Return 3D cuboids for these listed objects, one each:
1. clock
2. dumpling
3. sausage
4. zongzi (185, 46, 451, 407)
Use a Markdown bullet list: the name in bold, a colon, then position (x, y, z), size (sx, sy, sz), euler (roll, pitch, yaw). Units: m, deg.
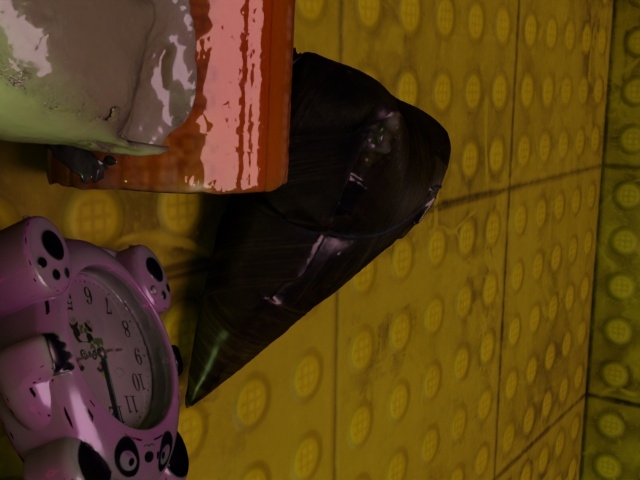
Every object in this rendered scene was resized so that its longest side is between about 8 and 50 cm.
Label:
- **clock**: position (-0.207, 0.114, 0.771), size (0.227, 0.090, 0.247), euler (23, 47, -67)
- **dumpling**: position (-0.214, -0.167, 0.596), size (0.293, 0.163, 0.204), euler (23, 60, -44)
- **sausage**: position (-0.136, -0.191, 0.790), size (0.233, 0.233, 0.287), euler (-5, 99, -56)
- **zongzi**: position (0.000, 0.000, 1.109), size (0.432, 0.208, 0.403), euler (-65, 160, 10)
